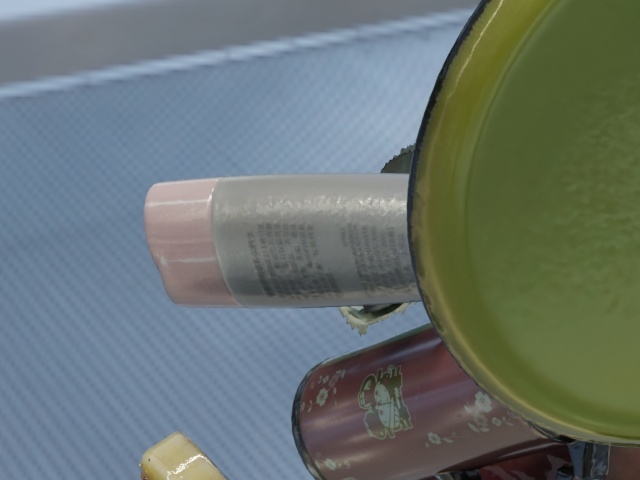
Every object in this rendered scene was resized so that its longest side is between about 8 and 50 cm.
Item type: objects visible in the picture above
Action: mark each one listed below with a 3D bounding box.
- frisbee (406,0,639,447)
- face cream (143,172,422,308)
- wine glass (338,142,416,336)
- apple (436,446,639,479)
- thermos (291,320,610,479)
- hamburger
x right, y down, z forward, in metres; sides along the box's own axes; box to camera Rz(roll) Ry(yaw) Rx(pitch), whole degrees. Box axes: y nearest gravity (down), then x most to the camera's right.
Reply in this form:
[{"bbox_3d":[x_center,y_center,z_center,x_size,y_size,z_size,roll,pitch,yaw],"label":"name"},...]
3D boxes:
[{"bbox_3d":[0.143,-0.026,0.662,0.236,0.236,0.017,-5,26,-17],"label":"frisbee"},{"bbox_3d":[0.000,0.000,1.042,0.198,0.084,0.057,0,32,26],"label":"face cream"},{"bbox_3d":[0.166,0.038,1.313,0.321,0.143,0.143,20,17,-31],"label":"wine glass"},{"bbox_3d":[0.181,0.207,1.550,0.306,0.305,0.235,19,45,27],"label":"apple"},{"bbox_3d":[0.115,0.107,1.247,0.109,0.330,0.136,29,59,-26],"label":"thermos"},{"bbox_3d":[-0.138,0.271,1.985,0.081,0.141,0.126,-44,63,-8],"label":"hamburger"}]
